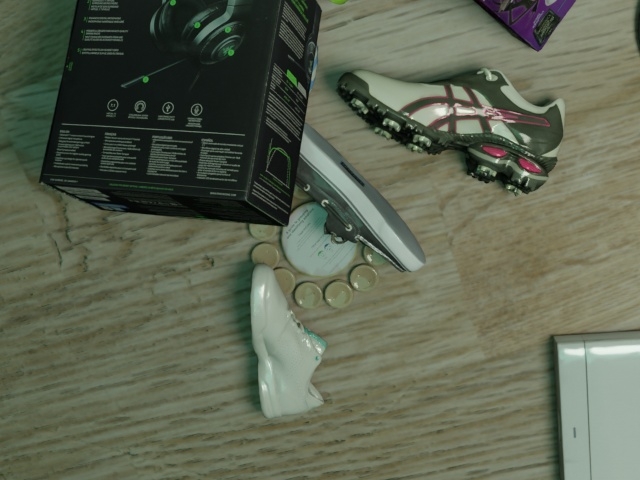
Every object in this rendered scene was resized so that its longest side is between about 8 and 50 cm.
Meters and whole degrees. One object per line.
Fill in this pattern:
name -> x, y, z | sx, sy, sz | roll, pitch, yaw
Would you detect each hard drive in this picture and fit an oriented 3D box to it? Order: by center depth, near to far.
hard drive -> 0.475, 0.222, 1.128 | 0.353, 0.047, 0.233 | -4, 102, 7

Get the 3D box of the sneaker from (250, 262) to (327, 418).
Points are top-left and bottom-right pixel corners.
sneaker -> -0.040, 0.123, 1.158 | 0.094, 0.080, 0.212 | -7, 112, 1

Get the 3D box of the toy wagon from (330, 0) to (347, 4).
toy wagon -> 0.086, -0.345, 0.938 | 0.344, 0.068, 0.267 | 28, 137, -35

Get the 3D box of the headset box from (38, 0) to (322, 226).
headset box -> -0.147, -0.173, 1.007 | 0.246, 0.131, 0.283 | 5, 80, 18

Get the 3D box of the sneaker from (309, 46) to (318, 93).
sneaker -> -0.075, -0.156, 1.089 | 0.085, 0.086, 0.237 | 30, 103, 1

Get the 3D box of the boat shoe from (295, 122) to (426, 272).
boat shoe -> 0.028, -0.037, 1.096 | 0.228, 0.080, 0.076 | 46, 109, -3

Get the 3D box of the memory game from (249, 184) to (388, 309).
memory game -> 0.000, 0.000, 1.152 | 0.186, 0.012, 0.186 | 1, 103, 6

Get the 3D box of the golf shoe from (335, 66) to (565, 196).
golf shoe -> 0.153, -0.152, 1.068 | 0.273, 0.105, 0.120 | 23, 88, -5

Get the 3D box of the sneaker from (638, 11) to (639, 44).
sneaker -> 0.406, -0.278, 0.990 | 0.101, 0.106, 0.267 | -5, 109, 7

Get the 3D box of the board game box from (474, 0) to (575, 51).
board game box -> 0.284, -0.376, 0.940 | 0.056, 0.208, 0.347 | 41, 106, 23
